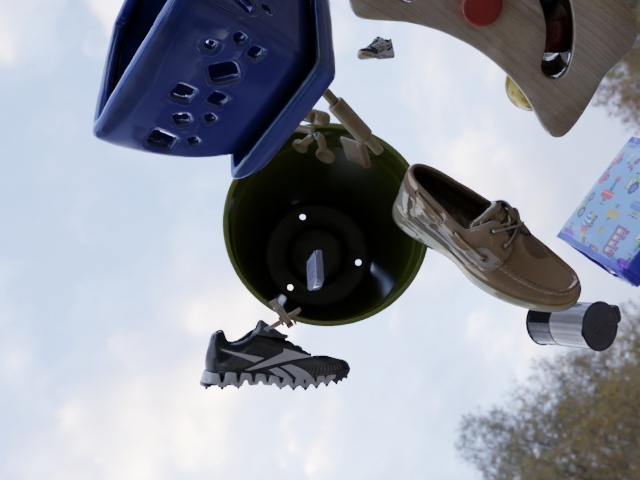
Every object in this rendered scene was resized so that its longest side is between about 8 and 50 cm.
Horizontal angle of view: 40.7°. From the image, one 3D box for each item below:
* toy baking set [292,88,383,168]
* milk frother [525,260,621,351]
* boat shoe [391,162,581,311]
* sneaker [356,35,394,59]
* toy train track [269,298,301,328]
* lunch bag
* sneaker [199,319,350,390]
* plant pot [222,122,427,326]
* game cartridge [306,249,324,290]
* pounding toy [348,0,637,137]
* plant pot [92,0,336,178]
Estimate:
[{"bbox_3d":[-0.016,-0.200,1.449,0.256,0.197,0.030,46,-123,-33],"label":"toy baking set"},{"bbox_3d":[0.428,0.106,1.473,0.129,0.135,0.143,-36,-75,-26],"label":"milk frother"},{"bbox_3d":[0.270,-0.006,1.389,0.121,0.341,0.110,-47,-20,-38],"label":"boat shoe"},{"bbox_3d":[0.087,-0.313,1.399,0.083,0.032,0.037,-14,-77,-47],"label":"sneaker"},{"bbox_3d":[-0.049,0.100,1.139,0.048,0.014,0.083,-32,-32,-3],"label":"toy train track"},{"bbox_3d":[0.522,-0.045,1.387,0.221,0.138,0.293,-55,-1,8],"label":"lunch bag"},{"bbox_3d":[-0.069,0.176,1.334,0.078,0.234,0.106,166,105,-83],"label":"sneaker"},{"bbox_3d":[0.000,0.000,1.684,0.353,0.366,0.366,110,174,-79],"label":"plant pot"},{"bbox_3d":[-0.008,0.052,1.405,0.017,0.083,0.056,3,-105,-10],"label":"game cartridge"},{"bbox_3d":[0.104,-0.184,0.611,0.269,0.154,0.155,48,-157,-12],"label":"pounding toy"},{"bbox_3d":[-0.113,-0.226,0.997,0.212,0.236,0.236,21,-137,-26],"label":"plant pot"}]
